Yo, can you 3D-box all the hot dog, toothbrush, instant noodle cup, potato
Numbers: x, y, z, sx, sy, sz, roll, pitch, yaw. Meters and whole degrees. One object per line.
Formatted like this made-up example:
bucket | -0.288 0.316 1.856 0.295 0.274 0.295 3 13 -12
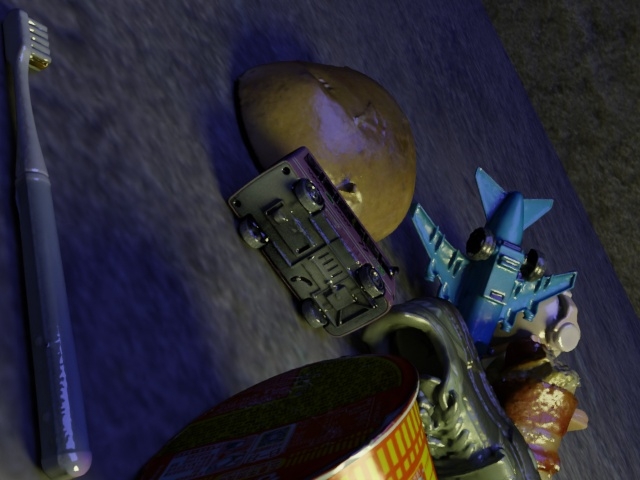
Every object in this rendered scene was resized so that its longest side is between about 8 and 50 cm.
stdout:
hot dog | 0.219 0.215 0.778 0.103 0.146 0.213 24 69 -12
toothbrush | -0.185 -0.017 0.445 0.030 0.025 0.342 21 48 -54
instant noodle cup | 0.012 0.207 0.433 0.193 0.193 0.212 -37 106 -61
potato | 0.038 -0.115 0.809 0.299 0.116 0.238 21 53 -48

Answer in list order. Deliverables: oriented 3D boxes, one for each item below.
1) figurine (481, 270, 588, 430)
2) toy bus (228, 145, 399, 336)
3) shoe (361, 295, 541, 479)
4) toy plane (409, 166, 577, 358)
figurine | 0.301 0.148 0.955 0.141 0.162 0.236 20 57 -27
toy bus | 0.000 0.000 0.665 0.178 0.087 0.098 54 23 -10
shoe | 0.122 0.193 0.685 0.149 0.109 0.292 8 56 -51
toy plane | 0.217 0.051 0.869 0.254 0.105 0.271 21 75 -14
